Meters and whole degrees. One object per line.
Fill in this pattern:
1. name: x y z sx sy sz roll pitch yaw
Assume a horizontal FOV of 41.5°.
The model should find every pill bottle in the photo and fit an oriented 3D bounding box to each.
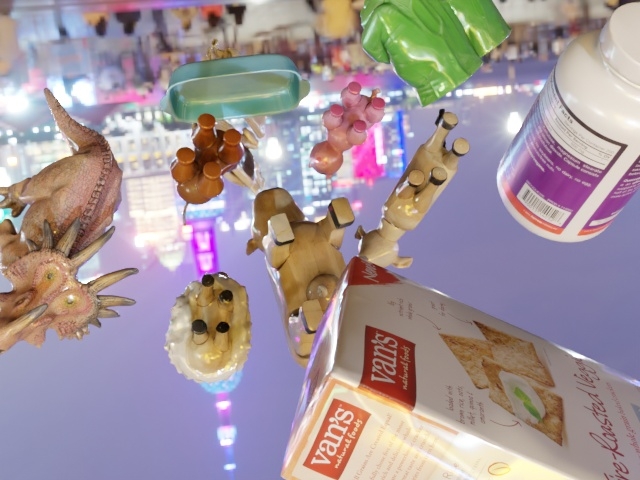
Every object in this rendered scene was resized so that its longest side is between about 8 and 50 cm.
1. pill bottle: 0.368 -0.150 1.117 0.182 0.181 0.323 -8 149 -17

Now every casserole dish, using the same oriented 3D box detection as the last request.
1. casserole dish: -0.108 -0.193 1.062 0.188 0.037 0.114 -7 162 -4

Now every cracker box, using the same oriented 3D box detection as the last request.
1. cracker box: 0.105 0.104 0.454 0.232 0.067 0.155 23 -160 -3

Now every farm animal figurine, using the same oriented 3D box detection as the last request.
1. farm animal figurine: 0.000 0.000 0.923 0.330 0.326 0.172 2 156 -11

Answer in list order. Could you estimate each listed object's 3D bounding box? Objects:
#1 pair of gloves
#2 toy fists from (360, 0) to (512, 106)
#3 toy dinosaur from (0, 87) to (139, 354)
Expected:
1. pair of gloves: -0.140 -0.209 1.429 0.042 0.204 0.240 -12 -131 20
2. toy fists: 0.129 -0.257 0.988 0.096 0.142 0.279 -28 -169 36
3. toy dinosaur: -0.240 -0.015 0.807 0.127 0.295 0.200 17 161 -26
